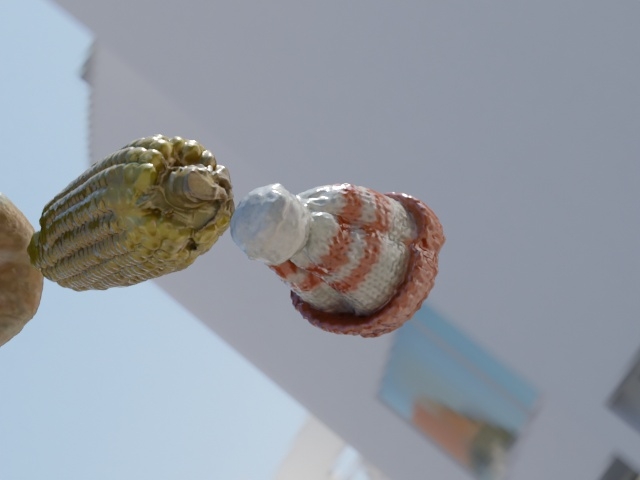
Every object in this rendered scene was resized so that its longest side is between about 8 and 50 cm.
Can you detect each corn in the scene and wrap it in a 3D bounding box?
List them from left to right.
[{"bbox_3d":[-0.140,-0.016,1.404,0.097,0.097,0.262,-42,12,-28],"label":"corn"}]

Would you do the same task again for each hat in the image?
[{"bbox_3d":[0.000,0.000,1.252,0.112,0.093,0.162,-34,-38,20],"label":"hat"}]

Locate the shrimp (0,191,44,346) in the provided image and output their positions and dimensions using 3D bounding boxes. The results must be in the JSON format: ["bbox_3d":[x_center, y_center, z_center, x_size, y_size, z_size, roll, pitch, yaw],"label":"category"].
[{"bbox_3d":[-0.374,0.001,1.556,0.077,0.317,0.168,-118,47,-75],"label":"shrimp"}]
